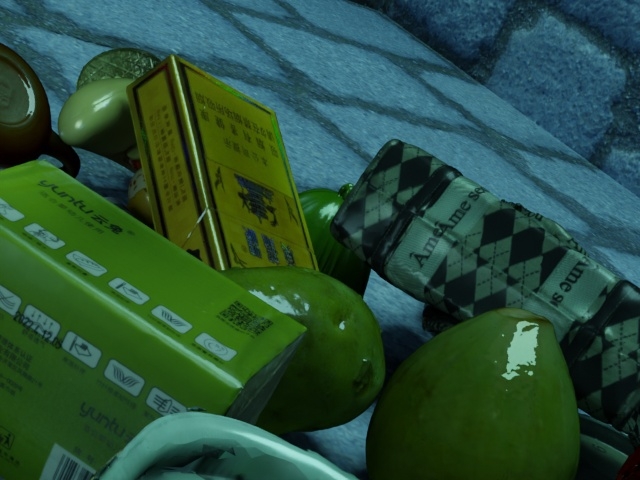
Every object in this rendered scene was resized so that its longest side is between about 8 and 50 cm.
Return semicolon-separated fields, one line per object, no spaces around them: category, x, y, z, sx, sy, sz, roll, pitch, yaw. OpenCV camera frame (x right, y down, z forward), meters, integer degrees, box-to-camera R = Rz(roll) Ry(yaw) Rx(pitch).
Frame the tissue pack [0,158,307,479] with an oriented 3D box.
tissue pack;-0.186;0.095;0.983;0.274;0.200;0.167;32;21;11

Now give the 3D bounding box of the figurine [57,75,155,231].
figurine;-0.195;-0.091;1.508;0.324;0.124;0.222;22;45;-54

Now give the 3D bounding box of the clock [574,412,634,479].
clock;0.343;0.297;1.405;0.280;0.055;0.280;24;20;-9

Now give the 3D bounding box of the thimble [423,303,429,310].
thimble;0.262;0.093;1.684;0.235;0.143;0.198;24;19;-5

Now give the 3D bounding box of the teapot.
teapot;-0.396;-0.139;1.431;0.252;0.135;0.178;37;47;-33

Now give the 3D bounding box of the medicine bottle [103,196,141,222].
medicine bottle;-0.195;0.026;1.364;0.199;0.058;0.057;41;23;32

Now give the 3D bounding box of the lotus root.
lotus root;0.000;0.000;1.525;0.186;0.186;0.186;25;19;-9

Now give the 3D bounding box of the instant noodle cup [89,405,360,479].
instant noodle cup;-0.072;0.264;0.545;0.294;0.308;0.294;24;19;-9

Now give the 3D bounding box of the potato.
potato;-0.049;0.108;1.155;0.253;0.186;0.149;27;37;-42

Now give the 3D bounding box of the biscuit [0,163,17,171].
biscuit;-0.307;0.001;1.262;0.151;0.063;0.235;12;28;-37

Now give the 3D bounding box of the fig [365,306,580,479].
fig;0.154;0.183;1.191;0.207;0.230;0.207;17;-21;7

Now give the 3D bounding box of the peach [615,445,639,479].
peach;0.394;0.289;0.964;0.353;0.417;0.339;22;26;-21

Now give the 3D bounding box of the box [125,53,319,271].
box;-0.106;-0.043;1.383;0.193;0.084;0.301;24;43;-49

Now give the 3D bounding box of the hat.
hat;-0.296;-0.216;1.847;0.146;0.067;0.146;3;60;-6

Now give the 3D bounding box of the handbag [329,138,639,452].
handbag;0.239;0.086;1.416;0.416;0.180;0.317;36;-5;31
